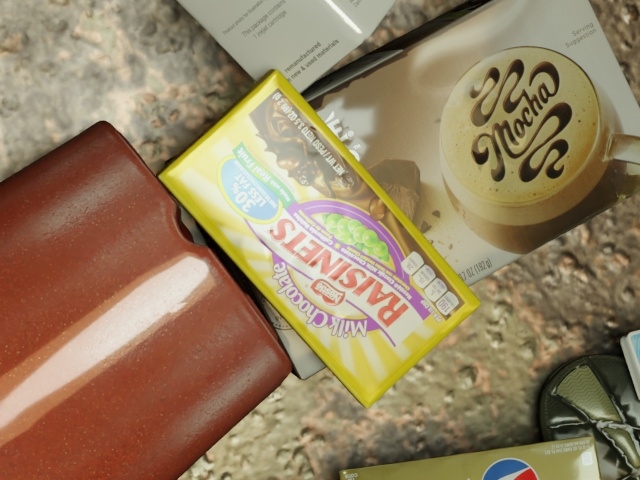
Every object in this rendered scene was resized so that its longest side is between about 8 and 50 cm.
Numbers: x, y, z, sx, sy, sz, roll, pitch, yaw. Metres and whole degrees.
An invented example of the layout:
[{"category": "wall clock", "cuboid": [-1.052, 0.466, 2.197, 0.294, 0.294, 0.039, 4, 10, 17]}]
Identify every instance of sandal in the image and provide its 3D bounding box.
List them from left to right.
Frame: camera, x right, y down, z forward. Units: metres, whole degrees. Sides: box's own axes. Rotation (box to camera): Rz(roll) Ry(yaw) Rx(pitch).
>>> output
[{"category": "sandal", "cuboid": [0.239, 0.231, 1.342, 0.120, 0.086, 0.303, -12, 81, -5]}]

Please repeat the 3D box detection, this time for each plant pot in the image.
[{"category": "plant pot", "cuboid": [-0.177, 0.082, 1.137, 0.265, 0.272, 0.272, -37, 100, -5]}]

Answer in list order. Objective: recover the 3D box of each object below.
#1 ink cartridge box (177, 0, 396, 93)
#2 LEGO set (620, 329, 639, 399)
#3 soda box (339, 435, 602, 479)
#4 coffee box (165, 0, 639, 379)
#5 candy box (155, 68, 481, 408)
[{"category": "ink cartridge box", "cuboid": [-0.045, -0.236, 1.200, 0.237, 0.100, 0.172, 45, 45, -10]}, {"category": "LEGO set", "cuboid": [0.355, 0.127, 1.332, 0.244, 0.060, 0.183, -11, 78, -26]}, {"category": "soda box", "cuboid": [0.107, 0.179, 1.285, 0.181, 0.061, 0.058, -9, 80, 7]}, {"category": "coffee box", "cuboid": [0.064, -0.050, 1.263, 0.297, 0.119, 0.168, -28, 99, -9]}, {"category": "candy box", "cuboid": [0.000, 0.000, 1.178, 0.105, 0.027, 0.206, -42, 100, -2]}]
